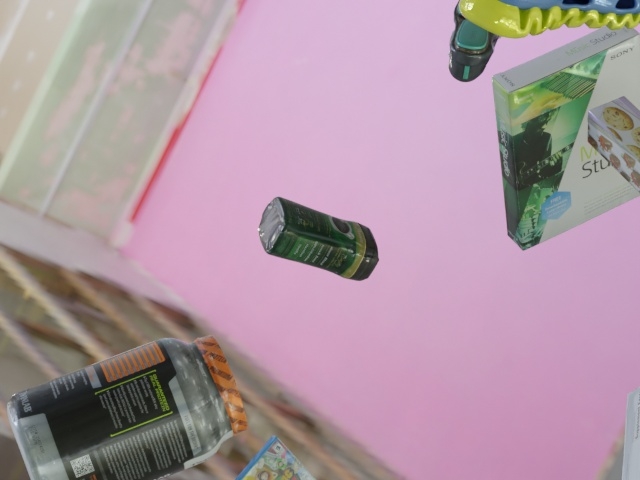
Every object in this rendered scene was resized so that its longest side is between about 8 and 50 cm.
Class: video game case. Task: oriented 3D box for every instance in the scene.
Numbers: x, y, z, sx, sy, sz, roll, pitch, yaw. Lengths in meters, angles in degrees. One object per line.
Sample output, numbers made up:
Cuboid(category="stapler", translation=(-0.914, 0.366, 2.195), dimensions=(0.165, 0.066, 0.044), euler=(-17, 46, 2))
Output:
Cuboid(category="video game case", translation=(-0.059, 0.398, 2.205), dimensions=(0.166, 0.119, 0.015), euler=(51, 159, -24))

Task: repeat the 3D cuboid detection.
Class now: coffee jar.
Cuboid(category="coffee jar", translation=(0.000, 0.000, 2.241), dimensions=(0.184, 0.079, 0.096), euler=(18, -152, -25))

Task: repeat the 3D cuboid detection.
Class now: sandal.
Cuboid(category="sandal", translation=(0.320, -0.333, 1.742), dimensions=(0.317, 0.138, 0.126), euler=(-15, -137, -34))

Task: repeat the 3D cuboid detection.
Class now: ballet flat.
Cuboid(category="ballet flat", translation=(0.202, -0.268, 1.858), dimensions=(0.074, 0.074, 0.203), euler=(26, -140, -3))

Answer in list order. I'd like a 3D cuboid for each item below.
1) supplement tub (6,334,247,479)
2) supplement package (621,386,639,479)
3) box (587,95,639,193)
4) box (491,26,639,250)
Cuboid(category="supplement tub", translation=(-0.278, 0.261, 2.080), dimensions=(0.316, 0.194, 0.193), euler=(-20, -162, -11))
Cuboid(category="supplement package", translation=(0.553, 0.311, 1.924), dimensions=(0.262, 0.145, 0.204), euler=(30, -134, -16))
Cuboid(category="box", translation=(0.477, -0.079, 1.943), dimensions=(0.324, 0.067, 0.063), euler=(55, 162, 42))
Cuboid(category="box", translation=(0.384, -0.156, 2.194), dimensions=(0.058, 0.232, 0.322), euler=(51, 161, 46))
